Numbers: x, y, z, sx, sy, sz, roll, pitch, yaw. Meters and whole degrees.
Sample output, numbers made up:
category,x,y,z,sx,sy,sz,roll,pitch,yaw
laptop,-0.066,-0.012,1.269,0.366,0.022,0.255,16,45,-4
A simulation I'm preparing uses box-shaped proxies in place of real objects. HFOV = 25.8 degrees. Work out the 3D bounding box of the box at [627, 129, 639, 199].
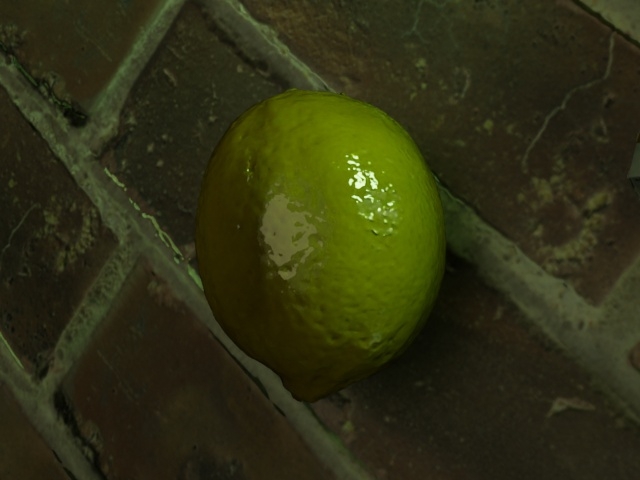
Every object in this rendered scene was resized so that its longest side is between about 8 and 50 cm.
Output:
category,x,y,z,sx,sy,sz,roll,pitch,yaw
box,0.355,-0.066,1.108,0.218,0.039,0.055,-2,54,37

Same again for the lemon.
category,x,y,z,sx,sy,sz,roll,pitch,yaw
lemon,0.000,-0.005,1.257,0.236,0.236,0.263,-17,98,34
